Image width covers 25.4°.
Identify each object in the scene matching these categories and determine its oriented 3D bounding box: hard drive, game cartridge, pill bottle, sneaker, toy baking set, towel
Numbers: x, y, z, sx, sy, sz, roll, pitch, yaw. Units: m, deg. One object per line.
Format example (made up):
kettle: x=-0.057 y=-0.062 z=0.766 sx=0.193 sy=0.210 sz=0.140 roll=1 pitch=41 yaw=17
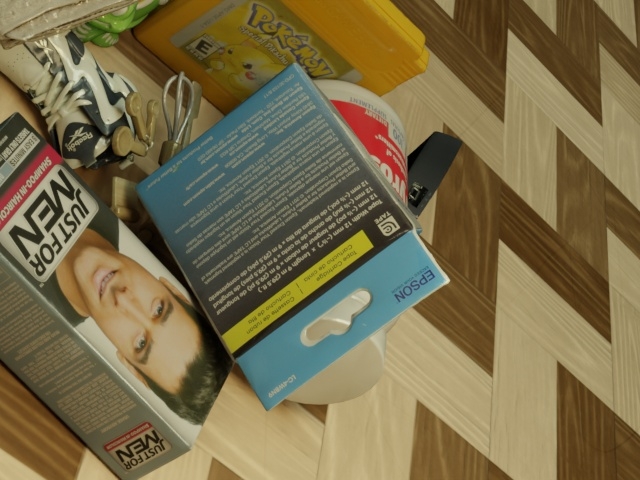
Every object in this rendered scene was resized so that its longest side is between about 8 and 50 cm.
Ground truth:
hard drive: x=0.117 y=-0.065 z=2.127 sx=0.054 sy=0.172 sz=0.254 roll=44 pitch=35 yaw=-6
game cartridge: x=-0.051 y=-0.270 z=1.922 sx=0.285 sy=0.324 sz=0.052 roll=39 pitch=49 yaw=-27
pill bottle: x=0.000 y=0.000 z=1.853 sx=0.229 sy=0.229 sz=0.407 roll=36 pitch=38 yaw=-31
sneaker: x=-0.305 y=-0.161 z=1.698 sx=0.235 sy=0.094 sz=0.153 roll=40 pitch=26 yaw=-44
toy baking set: x=-0.193 y=-0.103 z=1.772 sx=0.256 sy=0.030 sz=0.196 roll=-41 pitch=135 yaw=-61
towel: x=-0.338 y=-0.369 z=1.659 sx=0.282 sy=0.187 sz=0.049 roll=63 pitch=-12 yaw=15

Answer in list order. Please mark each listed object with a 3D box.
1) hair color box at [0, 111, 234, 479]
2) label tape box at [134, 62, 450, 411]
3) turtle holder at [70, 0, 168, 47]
hair color box: x=-0.269 y=0.063 z=1.540 sx=0.374 sy=0.114 sz=0.185 roll=49 pitch=33 yaw=-16
label tape box: x=-0.026 y=0.003 z=1.629 sx=0.347 sy=0.249 sz=0.115 roll=56 pitch=7 yaw=29
turtle holder: x=-0.278 y=-0.394 z=1.807 sx=0.243 sy=0.227 sz=0.320 roll=54 pitch=33 yaw=-9
